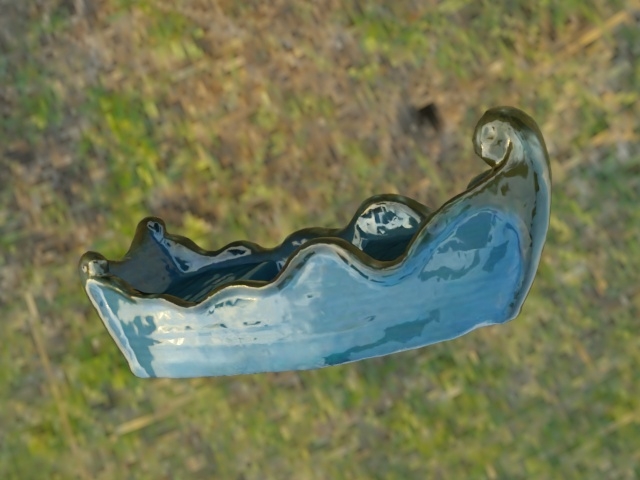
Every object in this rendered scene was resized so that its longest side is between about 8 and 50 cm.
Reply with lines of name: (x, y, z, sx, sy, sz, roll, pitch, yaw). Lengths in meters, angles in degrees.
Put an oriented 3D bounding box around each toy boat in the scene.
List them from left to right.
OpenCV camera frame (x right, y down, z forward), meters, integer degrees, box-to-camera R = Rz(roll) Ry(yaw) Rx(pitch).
toy boat: (0.000, 0.000, 0.719, 0.185, 0.077, 0.075, -7, -165, 28)
